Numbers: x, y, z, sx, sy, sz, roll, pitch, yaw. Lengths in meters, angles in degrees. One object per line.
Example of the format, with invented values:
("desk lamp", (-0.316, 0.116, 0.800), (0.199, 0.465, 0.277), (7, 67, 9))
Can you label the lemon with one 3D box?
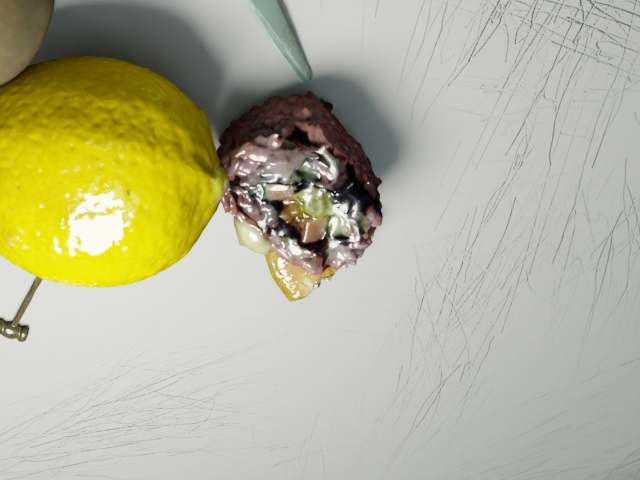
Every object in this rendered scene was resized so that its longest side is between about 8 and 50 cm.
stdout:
("lemon", (-0.303, -0.088, 1.191), (0.336, 0.336, 0.336), (-6, 129, -8))

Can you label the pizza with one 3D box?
("pizza", (0.000, 0.001, 1.481), (0.194, 0.069, 0.154), (-20, 102, -8))

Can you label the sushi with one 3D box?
("sushi", (-0.035, -0.070, 1.328), (0.236, 0.171, 0.270), (-36, 116, 7))

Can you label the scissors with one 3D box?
("scissors", (-0.103, -0.359, 1.161), (0.029, 0.192, 0.447), (13, 154, 33))

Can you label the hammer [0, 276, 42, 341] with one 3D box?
("hammer", (-0.457, 0.055, 1.454), (0.058, 0.029, 0.292), (20, 119, -28))

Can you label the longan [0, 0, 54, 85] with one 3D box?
("longan", (-0.434, -0.302, 1.057), (0.248, 0.248, 0.248), (-6, 129, -8))
